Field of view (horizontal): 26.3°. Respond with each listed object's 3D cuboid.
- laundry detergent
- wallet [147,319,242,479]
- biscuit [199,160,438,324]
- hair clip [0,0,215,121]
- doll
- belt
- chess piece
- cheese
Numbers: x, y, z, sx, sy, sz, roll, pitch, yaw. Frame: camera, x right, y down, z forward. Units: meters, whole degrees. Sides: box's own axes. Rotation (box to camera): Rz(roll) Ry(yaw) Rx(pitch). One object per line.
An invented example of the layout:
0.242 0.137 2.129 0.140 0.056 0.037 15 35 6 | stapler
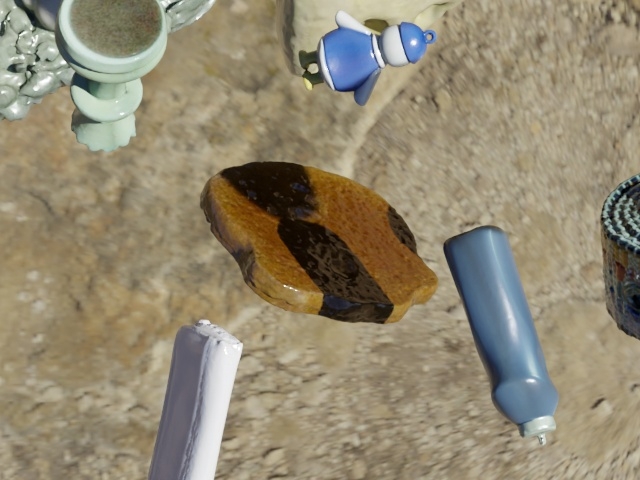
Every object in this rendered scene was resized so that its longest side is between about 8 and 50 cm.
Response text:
0.174 0.092 1.281 0.061 0.097 0.206 -19 77 11 | laundry detergent
-0.127 0.174 1.370 0.095 0.033 0.189 13 94 50 | wallet
-0.001 0.001 1.537 0.257 0.273 0.049 55 130 38 | biscuit
-0.221 -0.146 0.902 0.321 0.091 0.138 -32 80 -7 | hair clip
0.048 -0.187 1.370 0.143 0.058 0.098 -14 93 18 | doll
0.415 0.011 1.383 0.258 0.207 0.150 -7 126 5 | belt
-0.085 -0.064 0.542 0.042 0.093 0.042 4 68 -11 | chess piece
0.099 -0.331 1.783 0.351 0.328 0.129 -5 61 -19 | cheese
